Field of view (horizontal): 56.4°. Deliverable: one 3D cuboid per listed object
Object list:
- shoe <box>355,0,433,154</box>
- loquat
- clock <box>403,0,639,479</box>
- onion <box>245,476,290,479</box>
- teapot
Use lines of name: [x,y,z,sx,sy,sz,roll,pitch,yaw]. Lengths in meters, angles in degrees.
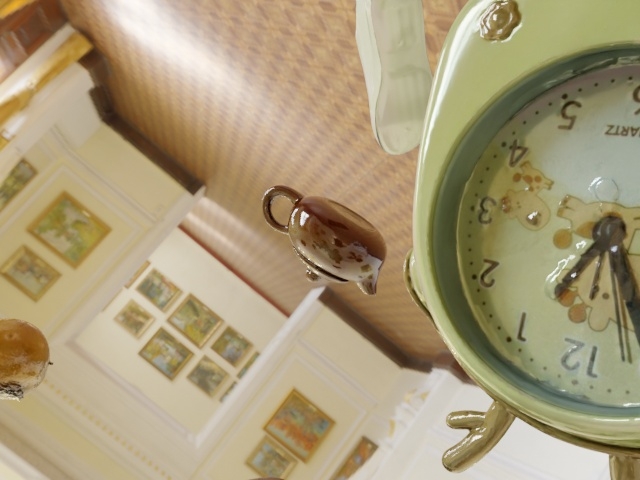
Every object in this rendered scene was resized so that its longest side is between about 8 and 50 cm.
shoe: [0.100,-0.254,0.843,0.110,0.095,0.264,-112,10,-46]
loquat: [-0.526,0.197,1.002,0.141,0.141,0.141,37,166,10]
clock: [0.160,0.003,0.329,0.235,0.307,0.096,16,-176,41]
onion: [-0.064,0.421,0.556,0.282,0.336,0.260,19,-168,6]
teapot: [0.000,0.000,0.991,0.252,0.135,0.178,34,-171,14]
